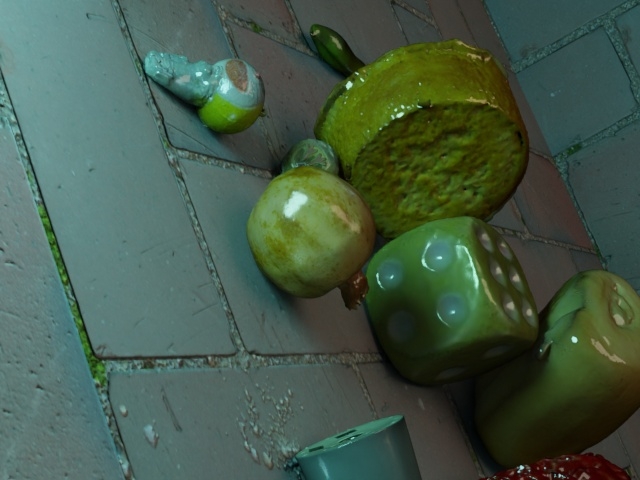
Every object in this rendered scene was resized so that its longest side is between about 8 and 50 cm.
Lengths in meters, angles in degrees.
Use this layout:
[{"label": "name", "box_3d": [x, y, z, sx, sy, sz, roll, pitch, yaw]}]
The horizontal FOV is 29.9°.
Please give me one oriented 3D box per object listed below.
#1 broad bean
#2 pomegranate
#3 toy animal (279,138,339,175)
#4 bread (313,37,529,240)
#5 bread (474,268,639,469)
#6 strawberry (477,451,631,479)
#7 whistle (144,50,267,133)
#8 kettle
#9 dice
[{"label": "broad bean", "box_3d": [0.063, -0.377, 2.536, 0.325, 0.067, 0.075, 27, 71, -56]}, {"label": "pomegranate", "box_3d": [-0.010, -0.013, 1.816, 0.207, 0.207, 0.207, 45, 28, -33]}, {"label": "toy animal", "box_3d": [-0.032, -0.111, 2.042, 0.098, 0.137, 0.098, 45, -19, 20]}, {"label": "bread", "box_3d": [0.193, -0.172, 2.156, 0.398, 0.398, 0.215, 41, 22, -40]}, {"label": "bread", "box_3d": [0.470, 0.259, 2.278, 0.253, 0.376, 0.348, 41, 31, -2]}, {"label": "strawberry", "box_3d": [0.369, 0.494, 1.970, 0.345, 0.295, 0.318, 18, 82, -35]}, {"label": "whistle", "box_3d": [-0.168, -0.242, 1.860, 0.223, 0.123, 0.123, 22, 43, -35]}, {"label": "kettle", "box_3d": [0.079, 0.381, 1.671, 0.210, 0.159, 0.243, 141, -71, -85]}, {"label": "dice", "box_3d": [0.230, 0.109, 2.123, 0.226, 0.233, 0.238, 21, 46, -56]}]
